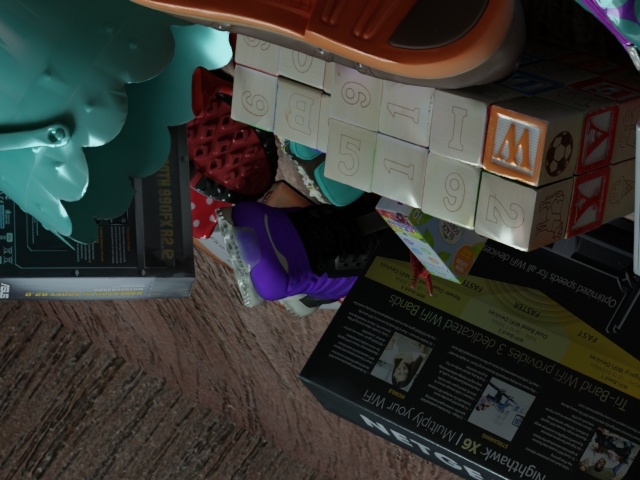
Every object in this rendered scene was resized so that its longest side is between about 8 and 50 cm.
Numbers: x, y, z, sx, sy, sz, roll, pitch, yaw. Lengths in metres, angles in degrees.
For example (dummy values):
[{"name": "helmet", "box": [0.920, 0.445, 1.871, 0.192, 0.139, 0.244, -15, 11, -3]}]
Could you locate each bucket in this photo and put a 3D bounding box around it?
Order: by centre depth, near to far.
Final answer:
[{"name": "bucket", "box": [-0.200, -0.148, 1.581, 0.183, 0.281, 0.281, 35, 166, 4]}]

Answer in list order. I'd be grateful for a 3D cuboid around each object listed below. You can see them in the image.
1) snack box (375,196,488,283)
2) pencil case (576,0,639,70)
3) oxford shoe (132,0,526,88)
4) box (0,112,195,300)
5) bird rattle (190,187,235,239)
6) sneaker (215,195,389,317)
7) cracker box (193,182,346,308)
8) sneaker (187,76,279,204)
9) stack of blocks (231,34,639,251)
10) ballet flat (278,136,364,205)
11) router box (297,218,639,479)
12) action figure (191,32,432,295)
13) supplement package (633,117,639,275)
[{"name": "snack box", "box": [0.109, -0.053, 1.480, 0.037, 0.141, 0.100, 18, 160, 41]}, {"name": "pencil case", "box": [0.173, -0.157, 1.148, 0.151, 0.070, 0.064, 39, 164, -22]}, {"name": "oxford shoe", "box": [-0.037, -0.177, 1.241, 0.363, 0.130, 0.133, 27, 176, 22]}, {"name": "box", "box": [-0.209, -0.063, 1.721, 0.183, 0.231, 0.056, -1, 159, -12]}, {"name": "bird rattle", "box": [-0.200, -0.084, 1.976, 0.253, 0.143, 0.207, -13, 111, 26]}, {"name": "sneaker", "box": [0.000, -0.001, 1.887, 0.293, 0.146, 0.102, 20, -129, -74]}, {"name": "cracker box", "box": [-0.043, 0.010, 2.154, 0.155, 0.067, 0.232, 37, 164, -18]}, {"name": "sneaker", "box": [-0.147, -0.139, 1.871, 0.262, 0.104, 0.125, 41, 180, -16]}, {"name": "stack of blocks", "box": [0.076, -0.093, 1.338, 0.297, 0.087, 0.171, 22, -154, 36]}, {"name": "ballet flat", "box": [-0.004, -0.104, 1.681, 0.077, 0.091, 0.241, 56, 170, 22]}, {"name": "router box", "box": [0.173, 0.085, 1.605, 0.309, 0.243, 0.081, 25, 164, 29]}, {"name": "action figure", "box": [0.037, -0.058, 1.540, 0.280, 0.139, 0.091, 18, 136, -32]}, {"name": "supplement package", "box": [0.270, -0.065, 0.999, 0.149, 0.194, 0.203, 27, 165, 17]}]
